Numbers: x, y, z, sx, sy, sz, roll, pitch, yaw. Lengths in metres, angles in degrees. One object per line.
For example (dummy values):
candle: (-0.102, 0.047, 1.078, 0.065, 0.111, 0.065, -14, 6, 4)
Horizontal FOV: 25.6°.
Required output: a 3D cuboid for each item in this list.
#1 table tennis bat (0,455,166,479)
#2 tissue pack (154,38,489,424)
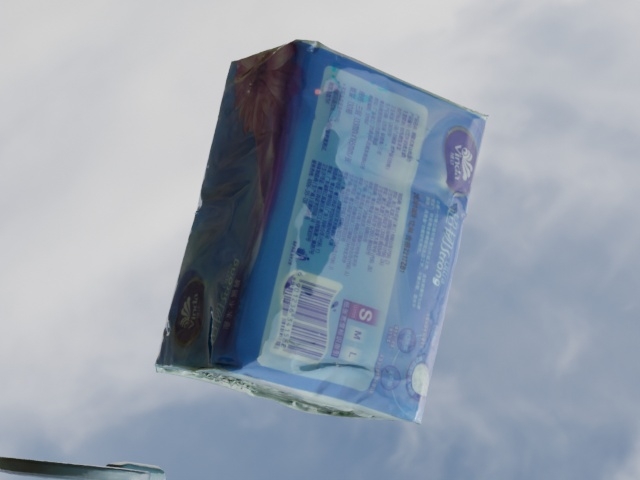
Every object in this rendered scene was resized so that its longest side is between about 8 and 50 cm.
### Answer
table tennis bat: (-0.158, 0.159, 0.970, 0.100, 0.155, 0.019, 0, -101, 27)
tissue pack: (0.000, 0.000, 1.129, 0.146, 0.198, 0.263, -5, -110, 57)
